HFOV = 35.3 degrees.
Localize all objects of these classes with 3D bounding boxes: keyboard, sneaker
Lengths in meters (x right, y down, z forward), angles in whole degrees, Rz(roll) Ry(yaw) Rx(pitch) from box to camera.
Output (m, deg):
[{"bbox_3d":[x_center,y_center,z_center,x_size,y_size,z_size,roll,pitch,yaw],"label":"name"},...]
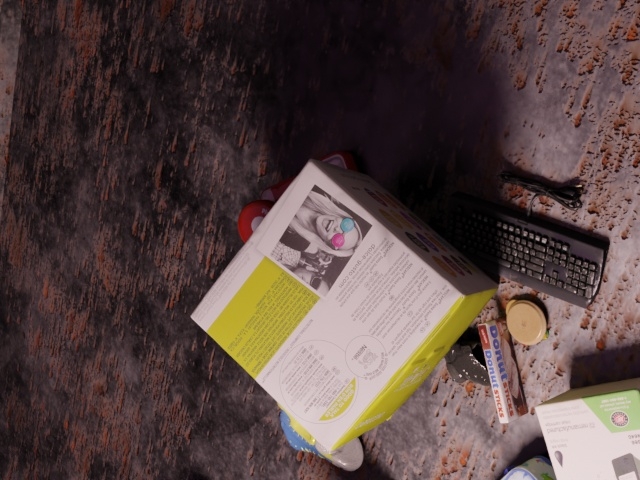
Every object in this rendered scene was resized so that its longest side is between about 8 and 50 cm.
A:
[{"bbox_3d":[0.350,-0.021,1.728,0.317,0.033,0.202,22,113,39],"label":"keyboard"},{"bbox_3d":[-0.003,0.418,2.143,0.240,0.091,0.126,45,145,28],"label":"sneaker"},{"bbox_3d":[0.263,0.198,1.848,0.089,0.051,0.170,-36,78,42],"label":"sneaker"}]

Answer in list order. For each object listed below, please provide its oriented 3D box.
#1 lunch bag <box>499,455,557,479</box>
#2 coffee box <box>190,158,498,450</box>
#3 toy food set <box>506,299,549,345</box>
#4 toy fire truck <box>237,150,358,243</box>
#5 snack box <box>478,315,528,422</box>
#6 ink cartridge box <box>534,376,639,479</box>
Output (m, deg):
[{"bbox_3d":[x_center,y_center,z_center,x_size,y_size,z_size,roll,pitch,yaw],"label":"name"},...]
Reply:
[{"bbox_3d":[0.370,0.497,1.774,0.176,0.090,0.219,49,130,25],"label":"lunch bag"},{"bbox_3d":[0.054,0.105,1.720,0.334,0.337,0.338,42,103,15],"label":"coffee box"},{"bbox_3d":[0.361,0.144,1.758,0.083,0.020,0.083,-5,95,44],"label":"toy food set"},{"bbox_3d":[0.000,0.000,2.000,0.253,0.169,0.302,-23,83,26],"label":"toy fire truck"},{"bbox_3d":[0.324,0.228,1.781,0.022,0.064,0.178,-14,89,47],"label":"snack box"},{"bbox_3d":[0.490,0.370,1.611,0.198,0.114,0.273,-21,84,45],"label":"ink cartridge box"}]
